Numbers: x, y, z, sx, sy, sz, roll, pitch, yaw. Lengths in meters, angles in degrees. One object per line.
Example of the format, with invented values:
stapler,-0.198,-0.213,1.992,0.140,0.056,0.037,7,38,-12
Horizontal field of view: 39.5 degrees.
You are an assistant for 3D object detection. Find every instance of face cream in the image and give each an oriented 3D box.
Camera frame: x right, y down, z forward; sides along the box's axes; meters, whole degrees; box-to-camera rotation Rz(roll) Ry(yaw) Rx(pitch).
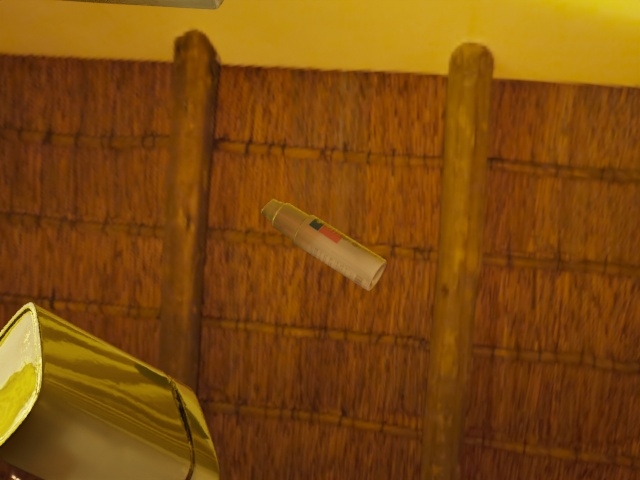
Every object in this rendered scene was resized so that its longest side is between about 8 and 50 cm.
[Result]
face cream,0.000,0.000,0.841,0.130,0.034,0.034,31,-119,16

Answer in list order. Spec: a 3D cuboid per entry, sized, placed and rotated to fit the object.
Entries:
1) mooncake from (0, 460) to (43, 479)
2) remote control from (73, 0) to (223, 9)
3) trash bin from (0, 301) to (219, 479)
mooncake,-0.461,0.344,1.336,0.283,0.283,0.141,-19,-145,-9
remote control,-0.183,-0.239,0.708,0.293,0.103,0.051,21,-115,45
trash bin,-0.134,0.108,0.547,0.059,0.130,0.116,-49,-148,8
